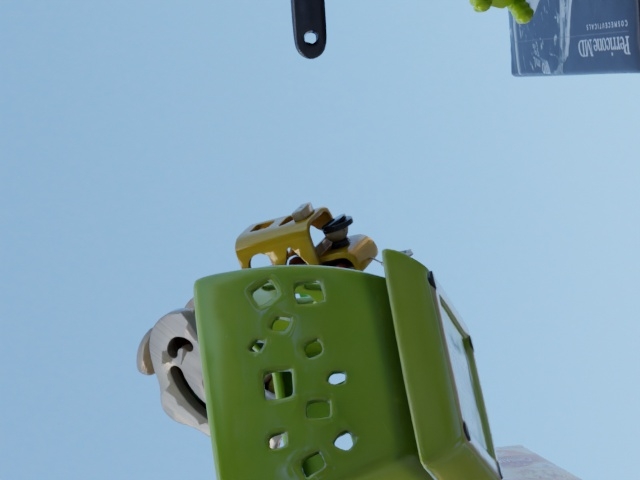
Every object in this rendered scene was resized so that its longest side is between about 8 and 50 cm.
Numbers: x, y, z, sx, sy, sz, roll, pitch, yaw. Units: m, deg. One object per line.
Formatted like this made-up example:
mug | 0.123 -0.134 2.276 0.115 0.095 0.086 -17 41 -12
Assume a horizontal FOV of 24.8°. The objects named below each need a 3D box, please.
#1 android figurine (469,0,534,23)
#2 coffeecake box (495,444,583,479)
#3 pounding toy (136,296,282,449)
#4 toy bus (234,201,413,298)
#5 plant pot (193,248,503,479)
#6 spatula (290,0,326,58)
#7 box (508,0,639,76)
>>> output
android figurine | 0.128 -0.323 1.452 0.248 0.056 0.273 4 -131 -44
coffeecake box | 0.274 0.342 1.941 0.142 0.185 0.068 1 -75 -37
pounding toy | -0.106 0.139 1.775 0.155 0.269 0.154 -33 -41 -52
toy bus | -0.012 0.005 1.928 0.202 0.191 0.104 -26 -75 -18
plant pot | 0.032 0.144 1.272 0.228 0.207 0.227 51 -154 -60
spatula | -0.020 -0.306 1.273 0.084 0.030 0.296 -4 -93 -8
box | 0.421 -0.445 1.775 0.297 0.480 0.472 -7 -84 -9
